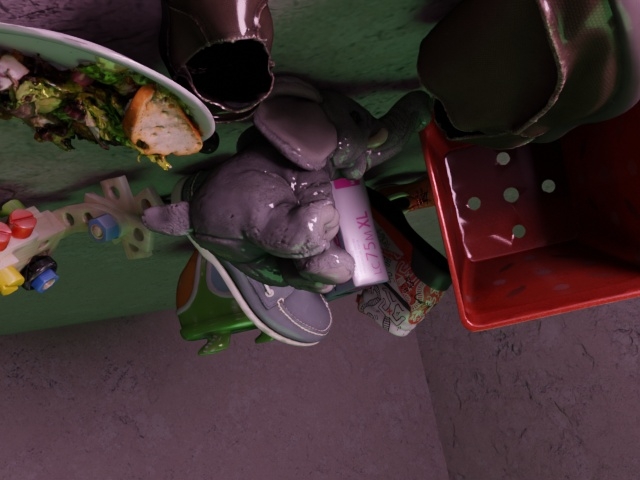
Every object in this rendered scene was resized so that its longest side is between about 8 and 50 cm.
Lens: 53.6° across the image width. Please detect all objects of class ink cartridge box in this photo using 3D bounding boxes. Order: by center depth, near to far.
[{"bbox_3d":[0.000,0.000,0.988,0.065,0.186,0.311,-11,172,-18],"label":"ink cartridge box"}]

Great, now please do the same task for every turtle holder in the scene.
[{"bbox_3d":[-0.143,0.100,1.317,0.320,0.228,0.243,-13,171,3],"label":"turtle holder"}]

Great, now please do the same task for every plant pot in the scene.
[{"bbox_3d":[0.276,-0.058,0.833,0.266,0.268,0.236,-13,-177,6],"label":"plant pot"}]

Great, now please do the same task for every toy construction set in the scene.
[{"bbox_3d":[-0.339,-0.002,0.686,0.327,0.151,0.215,-15,152,-51],"label":"toy construction set"}]

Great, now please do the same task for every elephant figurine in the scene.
[{"bbox_3d":[-0.018,-0.082,0.623,0.169,0.240,0.186,1,155,38],"label":"elephant figurine"}]

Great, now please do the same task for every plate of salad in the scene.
[{"bbox_3d":[-0.174,-0.091,0.438,0.199,0.048,0.200,9,171,1],"label":"plate of salad"}]

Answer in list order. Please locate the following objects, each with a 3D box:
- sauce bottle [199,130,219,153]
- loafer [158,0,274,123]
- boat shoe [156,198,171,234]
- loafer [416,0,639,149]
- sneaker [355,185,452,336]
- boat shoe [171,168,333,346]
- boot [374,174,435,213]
[{"bbox_3d":[-0.139,-0.103,0.588,0.042,0.042,0.128,-15,170,21],"label":"sauce bottle"},{"bbox_3d":[-0.072,-0.120,0.437,0.080,0.079,0.220,-11,172,-6],"label":"loafer"},{"bbox_3d":[-0.259,-0.030,0.889,0.142,0.049,0.040,-11,172,4],"label":"boat shoe"},{"bbox_3d":[0.144,-0.131,0.490,0.130,0.134,0.366,-14,172,8],"label":"loafer"},{"bbox_3d":[0.086,0.027,0.988,0.090,0.270,0.145,15,116,-40],"label":"sneaker"},{"bbox_3d":[-0.064,0.030,0.851,0.099,0.319,0.116,-18,-146,33],"label":"boat shoe"},{"bbox_3d":[0.171,-0.074,1.098,0.157,0.059,0.085,-13,-165,1],"label":"boot"}]
